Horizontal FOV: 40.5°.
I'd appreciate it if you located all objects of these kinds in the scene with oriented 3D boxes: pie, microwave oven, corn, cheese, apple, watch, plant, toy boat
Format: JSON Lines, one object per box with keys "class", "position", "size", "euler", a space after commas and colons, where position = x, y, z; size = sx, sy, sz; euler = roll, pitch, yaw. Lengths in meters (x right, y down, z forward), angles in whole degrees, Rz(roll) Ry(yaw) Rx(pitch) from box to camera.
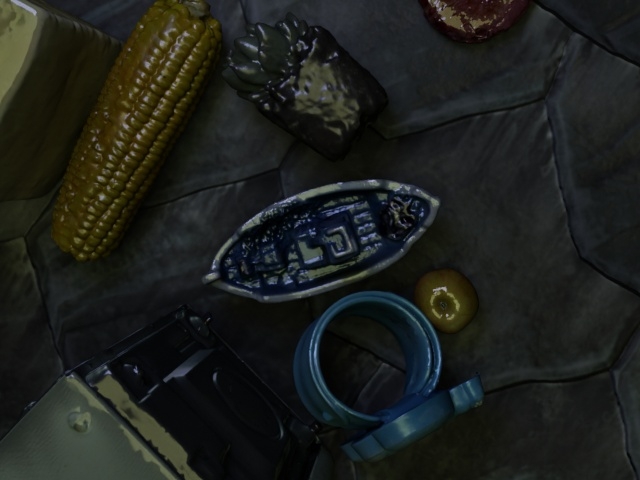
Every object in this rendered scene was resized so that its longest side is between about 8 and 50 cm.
{"class": "pie", "position": [0.191, -0.318, 1.068], "size": [0.154, 0.038, 0.153], "euler": [0, 94, 4]}
{"class": "microwave oven", "position": [-0.163, 0.267, 0.979], "size": [0.247, 0.394, 0.333], "euler": [-43, 90, 8]}
{"class": "corn", "position": [-0.234, -0.140, 1.090], "size": [0.120, 0.120, 0.363], "euler": [29, 98, 3]}
{"class": "cheese", "position": [-0.365, -0.166, 1.027], "size": [0.124, 0.265, 0.242], "euler": [28, 98, 3]}
{"class": "apple", "position": [0.158, 0.075, 1.090], "size": [0.084, 0.071, 0.084], "euler": [0, 93, 7]}
{"class": "watch", "position": [0.073, 0.160, 1.067], "size": [0.211, 0.211, 0.193], "euler": [-31, 81, 8]}
{"class": "plant", "position": [-0.018, -0.195, 1.058], "size": [0.194, 0.129, 0.132], "euler": [39, 96, -2]}
{"class": "toy boat", "position": [0.000, 0.000, 1.066], "size": [0.309, 0.142, 0.129], "euler": [-18, 95, 7]}
